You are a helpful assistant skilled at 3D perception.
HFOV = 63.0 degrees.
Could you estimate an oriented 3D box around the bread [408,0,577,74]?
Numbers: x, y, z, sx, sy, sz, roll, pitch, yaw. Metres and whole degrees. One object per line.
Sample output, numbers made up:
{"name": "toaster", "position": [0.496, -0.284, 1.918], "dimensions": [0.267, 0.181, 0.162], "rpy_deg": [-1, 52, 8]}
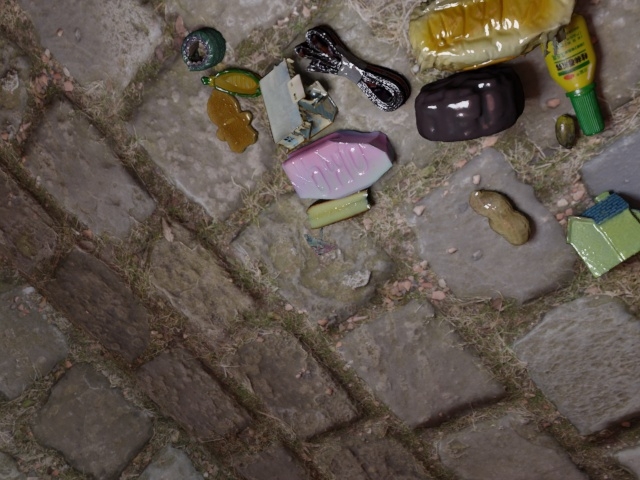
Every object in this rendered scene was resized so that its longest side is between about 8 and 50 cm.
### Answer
{"name": "bread", "position": [0.409, -0.548, 1.275], "dimensions": [0.388, 0.183, 0.236], "rpy_deg": [-3, 99, 23]}

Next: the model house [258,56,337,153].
{"name": "model house", "position": [-0.048, -0.404, 1.600], "dimensions": [0.178, 0.206, 0.271], "rpy_deg": [-30, 66, 32]}

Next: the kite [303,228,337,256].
{"name": "kite", "position": [0.000, 0.000, 1.927], "dimensions": [0.139, 0.011, 0.157], "rpy_deg": [16, 126, 11]}

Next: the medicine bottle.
{"name": "medicine bottle", "position": [0.654, -0.414, 1.332], "dimensions": [0.111, 0.076, 0.309], "rpy_deg": [-17, 112, 33]}

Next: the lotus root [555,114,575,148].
{"name": "lotus root", "position": [0.663, -0.292, 1.415], "dimensions": [0.049, 0.054, 0.099], "rpy_deg": [-11, 114, 19]}

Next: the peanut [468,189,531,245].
{"name": "peanut", "position": [0.545, -0.074, 1.583], "dimensions": [0.228, 0.086, 0.104], "rpy_deg": [44, 146, -4]}

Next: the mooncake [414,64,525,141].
{"name": "mooncake", "position": [0.379, -0.365, 1.361], "dimensions": [0.282, 0.283, 0.141], "rpy_deg": [-4, 118, 27]}

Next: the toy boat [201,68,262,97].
{"name": "toy boat", "position": [-0.269, -0.506, 1.689], "dimensions": [0.229, 0.088, 0.089], "rpy_deg": [14, 125, 16]}

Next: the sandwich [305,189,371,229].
{"name": "sandwich", "position": [0.070, -0.115, 1.772], "dimensions": [0.257, 0.096, 0.094], "rpy_deg": [-15, 106, 32]}

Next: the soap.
{"name": "soap", "position": [0.065, -0.241, 1.658], "dimensions": [0.323, 0.109, 0.193], "rpy_deg": [-21, 112, 23]}

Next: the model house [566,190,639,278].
{"name": "model house", "position": [0.804, -0.026, 1.466], "dimensions": [0.214, 0.195, 0.189], "rpy_deg": [-41, 73, 23]}

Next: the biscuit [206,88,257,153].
{"name": "biscuit", "position": [-0.309, -0.415, 1.798], "dimensions": [0.166, 0.036, 0.226], "rpy_deg": [-29, 102, 34]}

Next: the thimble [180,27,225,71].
{"name": "thimble", "position": [-0.377, -0.612, 1.674], "dimensions": [0.135, 0.090, 0.119], "rpy_deg": [-17, 109, 34]}

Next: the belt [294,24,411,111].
{"name": "belt", "position": [0.099, -0.498, 1.523], "dimensions": [0.359, 0.094, 0.126], "rpy_deg": [30, 123, 3]}
